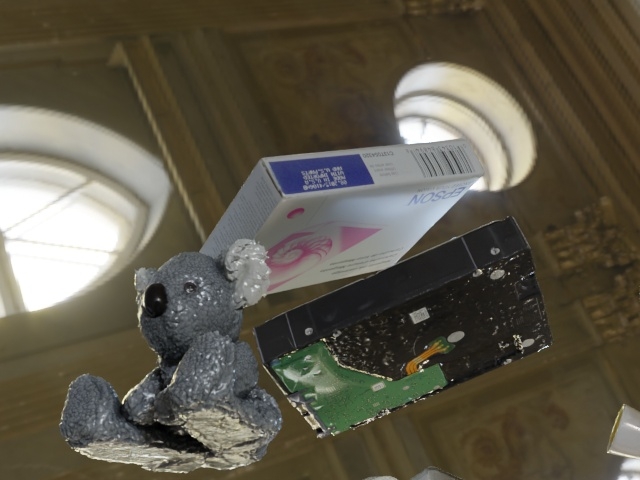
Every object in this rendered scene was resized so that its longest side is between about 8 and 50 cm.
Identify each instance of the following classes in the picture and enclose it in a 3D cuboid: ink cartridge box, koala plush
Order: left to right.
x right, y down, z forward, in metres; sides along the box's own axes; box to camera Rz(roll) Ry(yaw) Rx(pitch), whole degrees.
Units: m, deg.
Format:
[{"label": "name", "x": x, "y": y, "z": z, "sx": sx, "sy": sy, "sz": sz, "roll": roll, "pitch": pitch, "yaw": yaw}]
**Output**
[{"label": "koala plush", "x": -0.134, "y": 0.110, "z": 0.977, "sx": 0.196, "sy": 0.203, "sz": 0.221, "roll": -21, "pitch": -123, "yaw": 23}, {"label": "ink cartridge box", "x": 0.000, "y": 0.000, "z": 1.223, "sx": 0.330, "sy": 0.324, "sz": 0.071, "roll": -52, "pitch": -122, "yaw": 45}]

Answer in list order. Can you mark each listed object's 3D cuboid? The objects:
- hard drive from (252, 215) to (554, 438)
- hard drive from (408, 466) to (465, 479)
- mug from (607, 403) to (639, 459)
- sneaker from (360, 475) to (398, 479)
[{"label": "hard drive", "x": 0.112, "y": 0.118, "z": 1.182, "sx": 0.237, "sy": 0.338, "sz": 0.064, "roll": 60, "pitch": 7, "yaw": -50}, {"label": "hard drive", "x": 0.098, "y": 0.376, "z": 1.094, "sx": 0.307, "sy": 0.203, "sz": 0.040, "roll": -44, "pitch": -150, "yaw": 33}, {"label": "mug", "x": 0.390, "y": 0.233, "z": 1.147, "sx": 0.064, "sy": 0.078, "sz": 0.062, "roll": 19, "pitch": -38, "yaw": 16}, {"label": "sneaker", "x": 0.027, "y": 0.217, "z": 0.683, "sx": 0.087, "sy": 0.092, "sz": 0.229, "roll": 63, "pitch": -2, "yaw": 9}]
